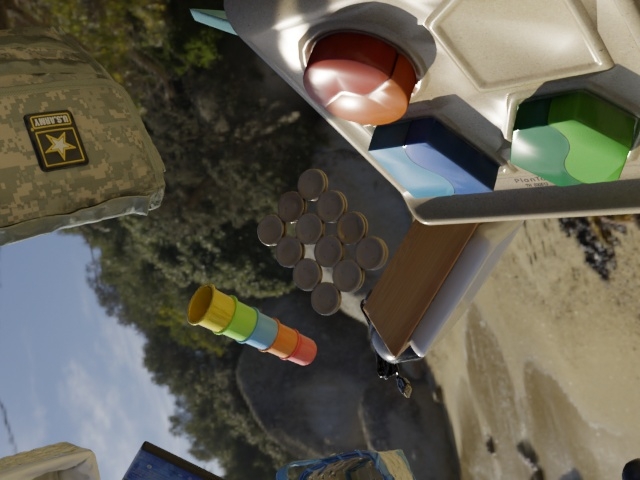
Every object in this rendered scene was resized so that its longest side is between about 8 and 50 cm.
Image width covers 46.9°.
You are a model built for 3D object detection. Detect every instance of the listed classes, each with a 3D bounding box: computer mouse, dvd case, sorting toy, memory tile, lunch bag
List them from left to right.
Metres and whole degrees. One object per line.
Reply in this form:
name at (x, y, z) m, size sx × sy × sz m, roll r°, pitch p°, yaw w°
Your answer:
lunch bag at (-0.339, -0.113, 0.827) m, size 0.287 × 0.235 × 0.169 m, roll 43°, pitch 132°, yaw 28°
dvd case at (-0.248, 0.444, 1.155) m, size 0.253 × 0.180 × 0.022 m, roll -58°, pitch 9°, yaw 20°
memory tile at (0.000, 0.000, 0.828) m, size 0.148 × 0.113 × 0.012 m, roll 51°, pitch -160°, yaw 25°
computer mouse at (0.121, 0.201, 1.292) m, size 0.262 × 0.060 × 0.184 m, roll -168°, pitch 59°, yaw -77°
sorting toy at (0.117, -0.079, 0.380) m, size 0.229 × 0.307 × 0.041 m, roll 43°, pitch -122°, yaw -38°

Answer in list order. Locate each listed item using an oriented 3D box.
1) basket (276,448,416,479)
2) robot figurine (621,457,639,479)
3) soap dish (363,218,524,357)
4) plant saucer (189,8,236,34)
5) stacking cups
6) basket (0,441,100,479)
basket at (0.057, 0.480, 1.231) m, size 0.289 × 0.201 × 0.255 m, roll 13°, pitch -127°, yaw -57°
robot figurine at (0.418, 0.295, 0.709) m, size 0.174 × 0.209 × 0.278 m, roll -89°, pitch -25°, yaw -43°
soap dish at (0.190, 0.029, 1.099) m, size 0.229 × 0.118 × 0.291 m, roll -62°, pitch -17°, yaw 21°
plant saucer at (-0.108, -0.285, 0.971) m, size 0.192 × 0.067 × 0.018 m, roll 37°, pitch 125°, yaw 51°
stacking cups at (-0.142, 0.203, 1.620) m, size 0.316 × 0.096 × 0.096 m, roll 34°, pitch -147°, yaw -34°
basket at (-0.317, 0.326, 0.846) m, size 0.103 × 0.113 × 0.167 m, roll -4°, pitch 93°, yaw 55°
